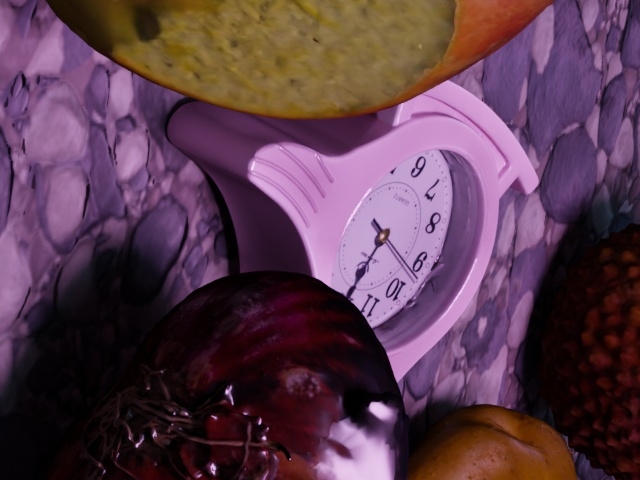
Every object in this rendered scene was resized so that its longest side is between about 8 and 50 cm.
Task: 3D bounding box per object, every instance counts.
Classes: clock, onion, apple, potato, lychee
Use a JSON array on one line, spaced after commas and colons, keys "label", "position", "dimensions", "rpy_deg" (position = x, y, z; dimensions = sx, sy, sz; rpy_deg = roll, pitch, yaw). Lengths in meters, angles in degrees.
[{"label": "clock", "position": [0.000, 0.000, 1.237], "dimensions": [0.290, 0.080, 0.275], "rpy_deg": [35, 85, -51]}, {"label": "onion", "position": [-0.052, 0.150, 1.107], "dimensions": [0.281, 0.221, 0.281], "rpy_deg": [-13, 107, -47]}, {"label": "apple", "position": [-0.021, -0.250, 0.893], "dimensions": [0.384, 0.374, 0.374], "rpy_deg": [-40, 160, 19]}, {"label": "potato", "position": [0.105, 0.264, 1.536], "dimensions": [0.369, 0.176, 0.195], "rpy_deg": [-30, 157, -48]}, {"label": "lychee", "position": [0.344, 0.115, 1.760], "dimensions": [0.304, 0.275, 0.276], "rpy_deg": [-98, -176, -58]}]
